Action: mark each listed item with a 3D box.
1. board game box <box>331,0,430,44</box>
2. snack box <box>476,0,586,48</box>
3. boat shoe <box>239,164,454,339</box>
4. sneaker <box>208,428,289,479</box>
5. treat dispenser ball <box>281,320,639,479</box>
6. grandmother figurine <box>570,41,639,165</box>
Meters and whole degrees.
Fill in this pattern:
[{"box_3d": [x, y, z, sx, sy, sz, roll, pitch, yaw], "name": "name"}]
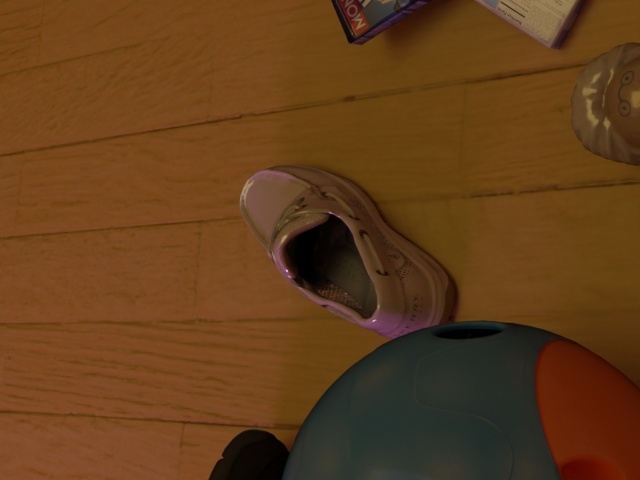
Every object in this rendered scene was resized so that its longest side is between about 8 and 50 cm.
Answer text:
[{"box_3d": [0.042, -0.278, 1.437, 0.194, 0.060, 0.194, -29, 74, 30], "name": "board game box"}, {"box_3d": [0.138, -0.229, 1.327, 0.178, 0.022, 0.064, 37, 112, 23], "name": "snack box"}, {"box_3d": [0.000, 0.000, 1.418, 0.277, 0.096, 0.098, 34, 108, 46], "name": "boat shoe"}, {"box_3d": [-0.032, 0.332, 1.396, 0.140, 0.125, 0.340, -5, 73, 19], "name": "sneaker"}, {"box_3d": [0.113, 0.198, 1.111, 0.288, 0.288, 0.288, -13, 73, 46], "name": "treat dispenser ball"}, {"box_3d": [0.319, -0.106, 1.092, 0.342, 0.104, 0.207, -3, 64, 45], "name": "grandmother figurine"}]
